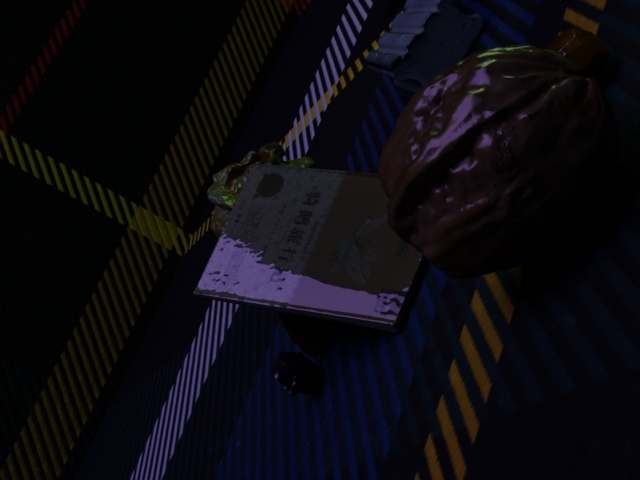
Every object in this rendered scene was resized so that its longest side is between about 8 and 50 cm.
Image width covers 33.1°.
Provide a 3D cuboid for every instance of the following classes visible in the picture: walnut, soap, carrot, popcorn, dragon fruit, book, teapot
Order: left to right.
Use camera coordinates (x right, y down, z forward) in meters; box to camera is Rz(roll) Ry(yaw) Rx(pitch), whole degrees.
[{"bbox_3d":[-0.090,-0.058,1.899,0.221,0.184,0.204,-17,52,26],"label":"popcorn"},{"bbox_3d":[-0.035,0.181,1.452,0.045,0.068,0.100,-60,9,14],"label":"teapot"},{"bbox_3d":[0.000,0.000,1.390,0.310,0.021,0.216,7,60,32],"label":"book"},{"bbox_3d":[0.009,0.015,1.516,0.261,0.189,0.163,-55,44,7],"label":"dragon fruit"},{"bbox_3d":[0.164,-0.313,1.730,0.150,0.094,0.261,-54,12,6],"label":"soap"},{"bbox_3d":[0.159,-0.073,0.996,0.245,0.198,0.198,-50,17,37],"label":"walnut"},{"bbox_3d":[0.203,-0.099,1.184,0.314,0.066,0.066,-55,13,35],"label":"carrot"}]

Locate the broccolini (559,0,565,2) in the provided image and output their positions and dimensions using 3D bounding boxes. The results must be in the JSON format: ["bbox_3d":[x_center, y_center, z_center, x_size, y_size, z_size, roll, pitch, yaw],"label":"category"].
[{"bbox_3d":[0.346,-0.351,1.254,0.218,0.042,0.044,-55,14,47],"label":"broccolini"}]
